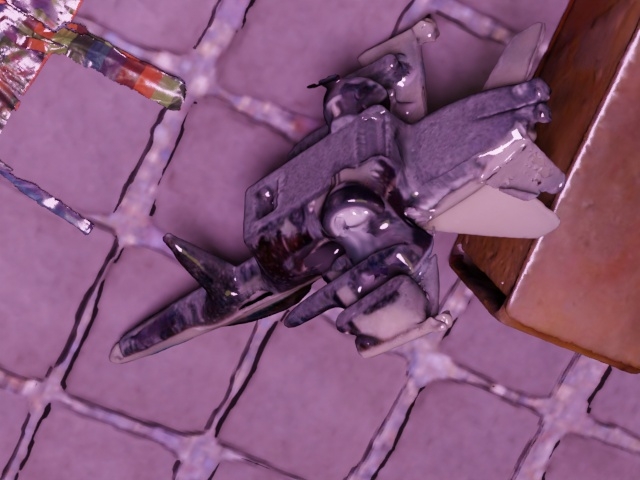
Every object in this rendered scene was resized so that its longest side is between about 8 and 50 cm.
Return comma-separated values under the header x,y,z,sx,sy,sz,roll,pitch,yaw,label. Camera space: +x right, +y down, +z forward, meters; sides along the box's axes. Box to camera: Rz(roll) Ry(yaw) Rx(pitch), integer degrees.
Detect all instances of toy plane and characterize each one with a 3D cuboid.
x,y,z,sx,sy,sz,roll,pitch,yaw,label
-0.006,-0.006,0.893,0.262,0.192,0.088,-23,132,22,toy plane

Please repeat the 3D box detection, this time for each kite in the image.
x,y,z,sx,sy,sz,roll,pitch,yaw,label
-0.129,-0.100,0.903,0.160,0.010,0.183,29,99,-19,kite

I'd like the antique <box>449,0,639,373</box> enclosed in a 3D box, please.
x,y,z,sx,sy,sz,roll,pitch,yaw,label
0.170,-0.099,0.922,0.087,0.093,0.310,21,102,-17,antique
